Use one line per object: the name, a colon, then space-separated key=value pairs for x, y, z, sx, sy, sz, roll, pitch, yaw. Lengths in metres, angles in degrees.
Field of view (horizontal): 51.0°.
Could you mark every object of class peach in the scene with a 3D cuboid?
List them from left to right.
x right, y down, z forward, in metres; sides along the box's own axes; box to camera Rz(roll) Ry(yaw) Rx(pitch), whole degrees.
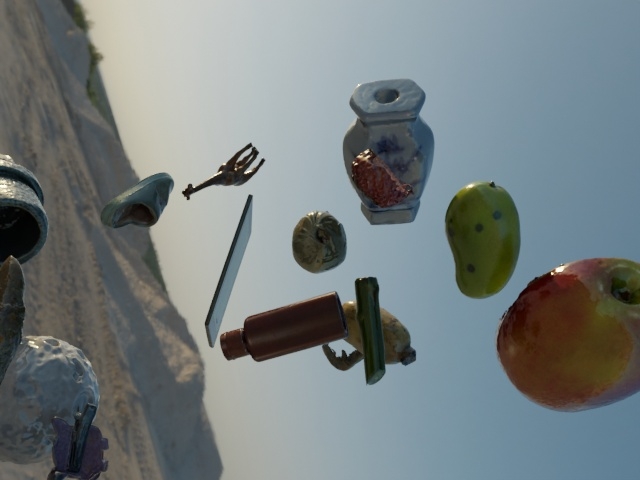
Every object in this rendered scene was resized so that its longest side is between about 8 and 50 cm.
peach: x=0.550 y=0.235 z=1.457 sx=0.380 sy=0.307 sz=0.242 roll=100 pitch=-14 yaw=-52

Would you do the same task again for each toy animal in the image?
toy animal: x=-0.266 y=-0.182 z=1.858 sx=0.066 sy=0.230 sz=0.224 roll=50 pitch=2 yaw=10

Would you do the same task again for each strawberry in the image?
strawberry: x=0.125 y=-0.126 z=1.441 sx=0.145 sy=0.086 sz=0.145 roll=43 pitch=7 yaw=-7

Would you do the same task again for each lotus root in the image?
lotus root: x=0.168 y=0.280 z=2.023 sx=0.284 sy=0.146 sz=0.160 roll=33 pitch=-12 yaw=27

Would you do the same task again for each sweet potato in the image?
sweet potato: x=-0.652 y=0.198 z=1.332 sx=0.114 sy=0.092 sz=0.341 roll=10 pitch=-102 yaw=37

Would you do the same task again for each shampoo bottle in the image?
shampoo bottle: x=-0.078 y=0.188 z=1.393 sx=0.064 sy=0.260 sz=0.102 roll=50 pitch=24 yaw=-72

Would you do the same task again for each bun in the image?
bun: x=0.000 y=0.000 z=1.840 sx=0.173 sy=0.167 sz=0.113 roll=64 pitch=-14 yaw=3

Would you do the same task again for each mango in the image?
mango: x=0.375 y=0.004 z=1.559 sx=0.175 sy=0.143 sz=0.293 roll=10 pitch=-65 yaw=31

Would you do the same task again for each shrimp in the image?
shrimp: x=0.080 y=0.357 z=2.261 sx=0.147 sy=0.035 sz=0.195 roll=52 pitch=-54 yaw=5

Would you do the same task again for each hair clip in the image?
hair clip: x=-0.565 y=0.482 z=1.586 sx=0.056 sy=0.146 sz=0.187 roll=-23 pitch=-124 yaw=38

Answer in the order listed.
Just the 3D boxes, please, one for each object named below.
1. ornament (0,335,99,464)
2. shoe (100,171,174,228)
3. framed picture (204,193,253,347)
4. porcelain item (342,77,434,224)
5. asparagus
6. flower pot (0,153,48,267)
ornament: x=-0.746 y=0.415 z=1.759 sx=0.337 sy=0.337 sz=0.336 roll=163 pitch=-90 yaw=-77
shoe: x=-0.453 y=-0.091 z=1.741 sx=0.100 sy=0.251 sz=0.103 roll=40 pitch=-48 yaw=9
framed picture: x=-0.227 y=0.083 z=1.693 sx=0.265 sy=0.016 sz=0.346 roll=109 pitch=-3 yaw=-69
porcelain item: x=0.183 y=-0.222 z=1.799 sx=0.405 sy=0.243 sz=0.178 roll=82 pitch=5 yaw=-47
asparagus: x=0.128 y=0.223 z=1.691 sx=0.060 sy=0.067 sz=0.277 roll=134 pitch=-48 yaw=-63
flower pot: x=-0.937 y=-0.077 z=1.902 sx=0.282 sy=0.299 sz=0.299 roll=51 pitch=-25 yaw=40
